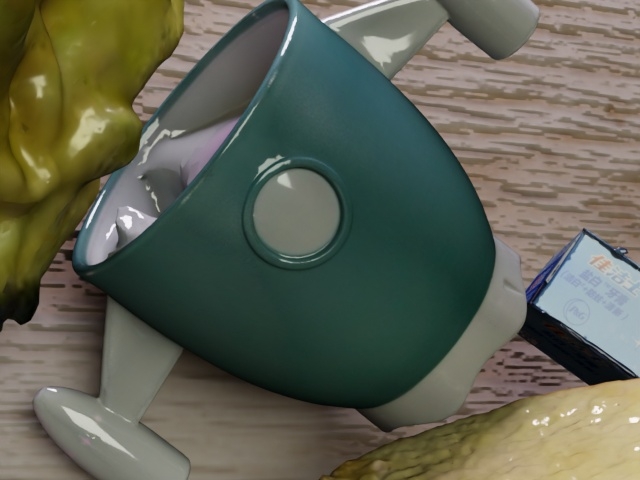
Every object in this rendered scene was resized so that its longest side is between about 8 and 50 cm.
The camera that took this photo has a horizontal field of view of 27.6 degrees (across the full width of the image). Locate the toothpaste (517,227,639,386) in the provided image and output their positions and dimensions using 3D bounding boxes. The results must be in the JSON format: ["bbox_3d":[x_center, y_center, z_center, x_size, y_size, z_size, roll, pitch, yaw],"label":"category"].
[{"bbox_3d":[0.221,0.096,0.638,0.272,0.066,0.053,35,79,5],"label":"toothpaste"}]

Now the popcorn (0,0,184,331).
[{"bbox_3d":[-0.183,-0.082,0.500,0.215,0.252,0.286,25,54,26],"label":"popcorn"}]

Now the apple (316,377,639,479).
[{"bbox_3d":[0.117,0.238,0.535,0.314,0.252,0.309,-20,104,-8],"label":"apple"}]

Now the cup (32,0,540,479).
[{"bbox_3d":[0.000,0.000,0.607,0.173,0.167,0.299,38,89,-20],"label":"cup"}]
